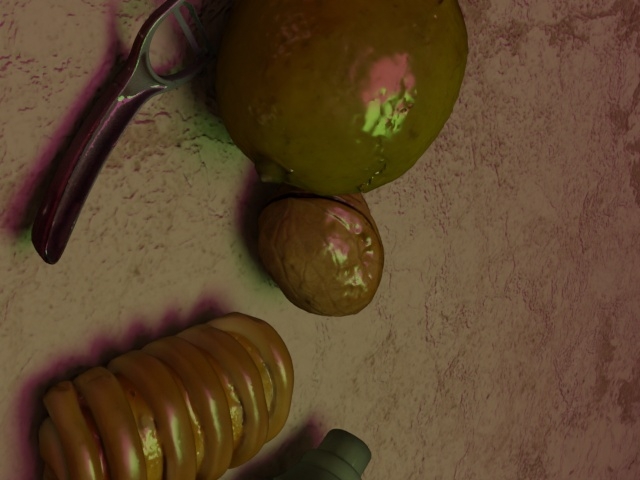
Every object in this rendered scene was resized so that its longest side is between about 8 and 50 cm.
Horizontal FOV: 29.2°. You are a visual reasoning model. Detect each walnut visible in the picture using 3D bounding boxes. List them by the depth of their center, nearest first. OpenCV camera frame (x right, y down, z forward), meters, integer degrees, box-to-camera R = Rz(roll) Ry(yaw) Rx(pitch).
[{"bbox_3d":[0.000,0.000,1.388,0.144,0.144,0.180,-54,135,-23],"label":"walnut"}]

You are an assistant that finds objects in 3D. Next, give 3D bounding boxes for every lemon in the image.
[{"bbox_3d":[0.024,-0.185,1.255,0.284,0.260,0.260,-39,131,-34],"label":"lemon"}]

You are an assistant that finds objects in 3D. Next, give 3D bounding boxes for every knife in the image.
[{"bbox_3d":[-0.196,-0.099,1.172,0.278,0.053,0.123,-59,153,-15],"label":"knife"}]

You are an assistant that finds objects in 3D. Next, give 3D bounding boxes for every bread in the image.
[{"bbox_3d":[-0.146,0.183,1.285,0.311,0.121,0.173,-24,118,-41],"label":"bread"}]

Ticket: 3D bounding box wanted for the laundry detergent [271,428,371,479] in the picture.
[{"bbox_3d":[-0.064,0.402,1.454,0.398,0.125,0.264,-55,163,-32],"label":"laundry detergent"}]
